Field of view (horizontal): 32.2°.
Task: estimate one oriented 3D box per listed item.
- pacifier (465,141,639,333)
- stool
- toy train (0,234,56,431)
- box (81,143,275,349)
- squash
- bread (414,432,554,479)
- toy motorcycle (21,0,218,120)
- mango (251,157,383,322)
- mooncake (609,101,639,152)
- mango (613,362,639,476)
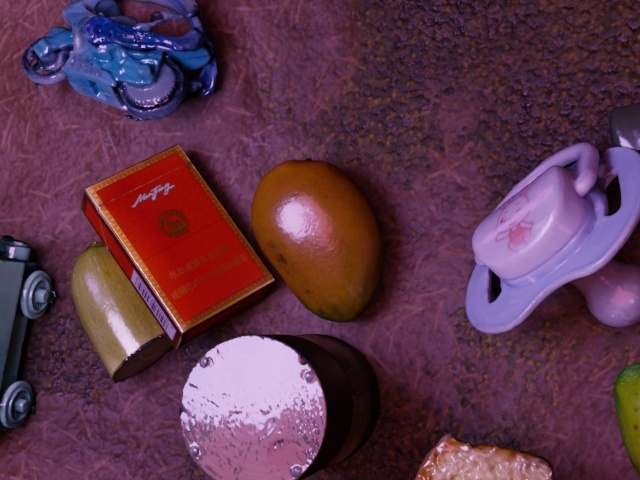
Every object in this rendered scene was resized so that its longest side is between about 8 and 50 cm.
[{"bbox_3d":[0.307,0.018,1.331,0.226,0.238,0.287,40,121,-17],"label":"pacifier"},{"bbox_3d":[-0.041,0.203,1.355,0.179,0.264,0.179,-1,86,16],"label":"stool"},{"bbox_3d":[-0.474,0.139,1.519,0.120,0.202,0.300,11,89,21],"label":"toy train"},{"bbox_3d":[-0.191,0.005,1.478,0.153,0.074,0.239,-31,76,-23],"label":"box"},{"bbox_3d":[-0.275,0.085,1.508,0.123,0.123,0.186,-34,78,11],"label":"squash"},{"bbox_3d":[0.205,0.395,1.316,0.195,0.179,0.339,-6,82,14],"label":"bread"},{"bbox_3d":[-0.268,-0.271,1.528,0.260,0.154,0.206,21,69,20],"label":"toy motorcycle"},{"bbox_3d":[0.004,-0.005,1.435,0.152,0.120,0.221,-37,84,14],"label":"mango"},{"bbox_3d":[0.436,-0.137,1.327,0.175,0.104,0.168,6,91,19],"label":"mooncake"},{"bbox_3d":[0.412,0.225,1.309,0.119,0.100,0.178,-35,70,13],"label":"mango"}]
